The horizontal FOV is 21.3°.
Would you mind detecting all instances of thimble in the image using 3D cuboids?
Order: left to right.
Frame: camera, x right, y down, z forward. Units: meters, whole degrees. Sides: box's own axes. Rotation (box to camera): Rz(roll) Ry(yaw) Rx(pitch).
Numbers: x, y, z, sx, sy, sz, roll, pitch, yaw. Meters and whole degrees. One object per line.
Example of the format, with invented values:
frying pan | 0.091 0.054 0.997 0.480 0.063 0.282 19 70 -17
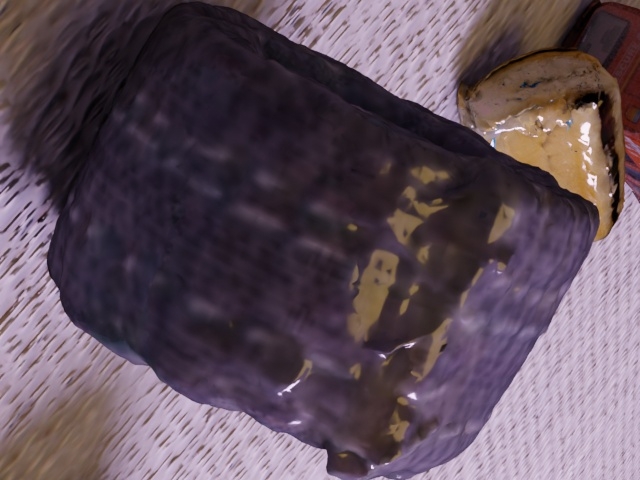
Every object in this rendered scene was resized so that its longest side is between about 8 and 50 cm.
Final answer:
thimble | 0.000 0.000 0.506 0.098 0.150 0.150 -62 155 9

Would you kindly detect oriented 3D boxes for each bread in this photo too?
bread | 0.097 -0.037 0.739 0.072 0.053 0.106 -12 144 1

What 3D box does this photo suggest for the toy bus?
toy bus | 0.187 -0.047 0.850 0.074 0.096 0.235 -59 154 0
